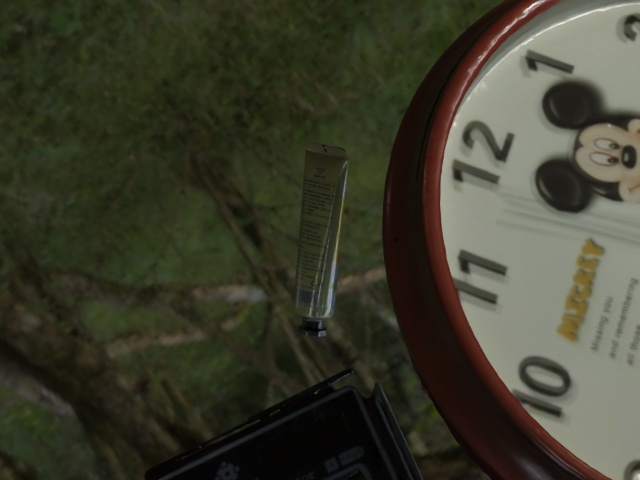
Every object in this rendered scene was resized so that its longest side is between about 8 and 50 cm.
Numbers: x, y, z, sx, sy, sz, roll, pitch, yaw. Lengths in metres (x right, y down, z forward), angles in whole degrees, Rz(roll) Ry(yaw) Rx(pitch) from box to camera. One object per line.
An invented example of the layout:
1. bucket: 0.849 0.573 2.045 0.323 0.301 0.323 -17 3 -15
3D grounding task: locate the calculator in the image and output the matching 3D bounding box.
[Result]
1. calculator: 0.006 0.216 0.741 0.165 0.274 0.028 -28 148 5

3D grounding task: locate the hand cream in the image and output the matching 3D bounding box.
1. hand cream: 0.000 0.000 0.695 0.022 0.035 0.102 -2 101 -37

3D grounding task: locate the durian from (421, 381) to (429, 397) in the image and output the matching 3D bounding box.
1. durian: 0.099 0.108 0.853 0.052 0.066 0.130 -4 -175 -19

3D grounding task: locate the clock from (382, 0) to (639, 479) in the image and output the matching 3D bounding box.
1. clock: 0.185 0.005 0.631 0.318 0.318 0.080 -30 165 -17
